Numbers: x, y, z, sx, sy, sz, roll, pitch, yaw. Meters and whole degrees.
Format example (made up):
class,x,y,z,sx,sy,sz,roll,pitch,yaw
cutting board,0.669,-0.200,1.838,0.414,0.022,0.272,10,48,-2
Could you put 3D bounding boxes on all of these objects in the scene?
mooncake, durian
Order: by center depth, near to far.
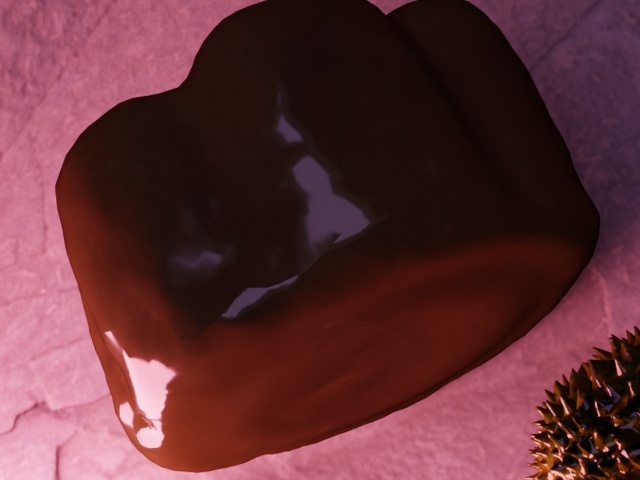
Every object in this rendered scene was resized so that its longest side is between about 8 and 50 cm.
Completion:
class,x,y,z,sx,sy,sz,roll,pitch,yaw
durian,0.302,0.198,1.249,0.291,0.224,0.291,-7,62,13
mooncake,0.000,0.000,1.307,0.467,0.467,0.262,-34,68,13
